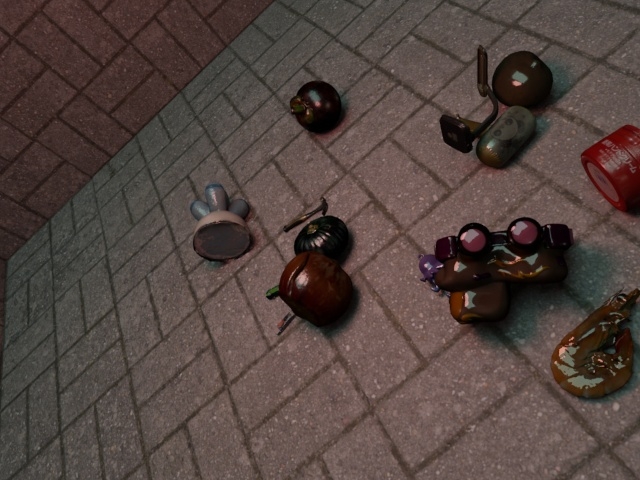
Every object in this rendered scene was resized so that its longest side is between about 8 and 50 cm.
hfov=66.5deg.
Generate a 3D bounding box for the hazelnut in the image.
[{"bbox_3d":[-0.015,0.150,1.549,0.218,0.233,0.218,-51,5,6],"label":"hazelnut"}]

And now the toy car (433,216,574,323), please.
[{"bbox_3d":[0.460,0.082,1.233,0.340,0.271,0.241,-9,80,21],"label":"toy car"}]

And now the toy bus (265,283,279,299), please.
[{"bbox_3d":[-0.158,0.181,1.751,0.083,0.031,0.037,-27,42,19],"label":"toy bus"}]

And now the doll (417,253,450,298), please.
[{"bbox_3d":[0.355,0.105,1.408,0.110,0.067,0.206,-37,56,-9],"label":"doll"}]

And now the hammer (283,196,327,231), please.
[{"bbox_3d":[-0.058,-0.087,1.863,0.200,0.021,0.078,-32,47,16],"label":"hammer"}]

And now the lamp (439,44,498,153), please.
[{"bbox_3d":[0.461,-0.427,1.464,0.124,0.203,0.283,22,67,36],"label":"lamp"}]

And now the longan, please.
[{"bbox_3d":[0.632,-0.500,1.535,0.189,0.189,0.189,-19,52,25],"label":"longan"}]

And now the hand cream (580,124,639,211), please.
[{"bbox_3d":[0.756,-0.177,1.211,0.125,0.193,0.193,-36,46,15],"label":"hand cream"}]

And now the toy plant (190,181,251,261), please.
[{"bbox_3d":[-0.411,-0.101,1.996,0.247,0.247,0.332,-31,45,15],"label":"toy plant"}]

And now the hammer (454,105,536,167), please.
[{"bbox_3d":[0.525,-0.358,1.576,0.202,0.113,0.305,-45,37,-2],"label":"hammer"}]

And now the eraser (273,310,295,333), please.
[{"bbox_3d":[-0.120,0.278,1.666,0.099,0.019,0.027,-50,46,-1],"label":"eraser"}]

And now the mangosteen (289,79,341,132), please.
[{"bbox_3d":[-0.028,-0.556,2.018,0.216,0.216,0.216,-19,52,25],"label":"mangosteen"}]

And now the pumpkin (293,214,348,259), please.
[{"bbox_3d":[0.000,0.000,1.670,0.201,0.140,0.202,-30,29,18],"label":"pumpkin"}]

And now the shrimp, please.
[{"bbox_3d":[0.651,0.234,1.103,0.287,0.063,0.152,-48,47,4],"label":"shrimp"}]
